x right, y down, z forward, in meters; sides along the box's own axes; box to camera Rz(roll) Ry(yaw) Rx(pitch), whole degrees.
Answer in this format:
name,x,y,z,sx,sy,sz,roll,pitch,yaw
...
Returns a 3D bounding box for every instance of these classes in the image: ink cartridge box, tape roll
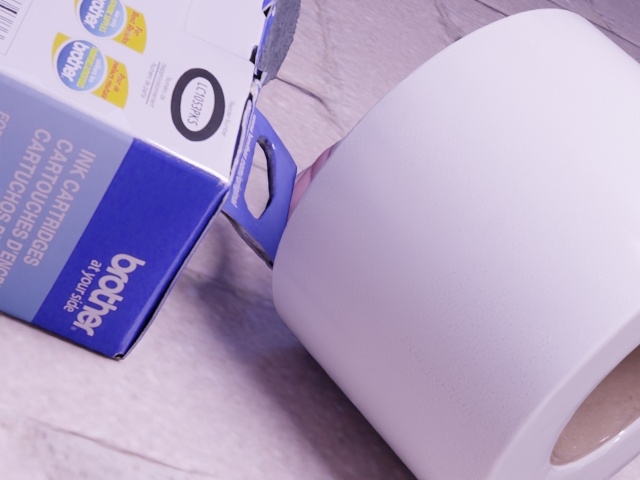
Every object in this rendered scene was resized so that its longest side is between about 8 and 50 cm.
name,x,y,z,sx,sy,sz,roll,pitch,yaw
ink cartridge box,-0.174,-0.118,0.675,0.395,0.151,0.270,24,40,-14
tape roll,0.118,0.021,0.695,0.246,0.246,0.169,-5,46,-51

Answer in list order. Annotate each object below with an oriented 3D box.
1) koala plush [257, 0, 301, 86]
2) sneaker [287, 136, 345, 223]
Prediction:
name,x,y,z,sx,sy,sz,roll,pitch,yaw
koala plush,-0.130,-0.226,0.928,0.221,0.203,0.196,26,24,14
sneaker,0.000,0.000,0.830,0.051,0.070,0.134,28,55,-28
